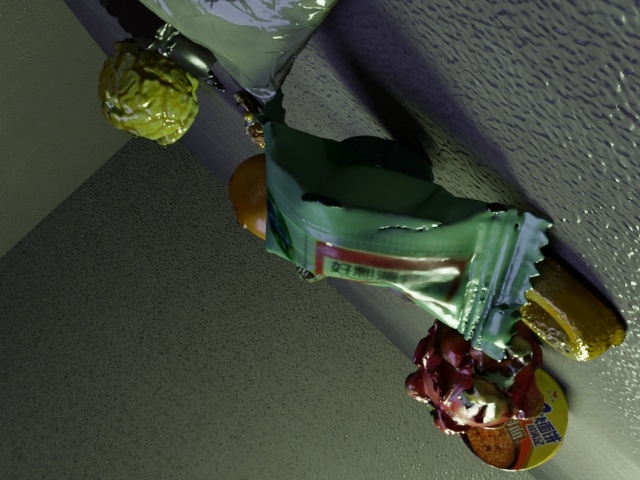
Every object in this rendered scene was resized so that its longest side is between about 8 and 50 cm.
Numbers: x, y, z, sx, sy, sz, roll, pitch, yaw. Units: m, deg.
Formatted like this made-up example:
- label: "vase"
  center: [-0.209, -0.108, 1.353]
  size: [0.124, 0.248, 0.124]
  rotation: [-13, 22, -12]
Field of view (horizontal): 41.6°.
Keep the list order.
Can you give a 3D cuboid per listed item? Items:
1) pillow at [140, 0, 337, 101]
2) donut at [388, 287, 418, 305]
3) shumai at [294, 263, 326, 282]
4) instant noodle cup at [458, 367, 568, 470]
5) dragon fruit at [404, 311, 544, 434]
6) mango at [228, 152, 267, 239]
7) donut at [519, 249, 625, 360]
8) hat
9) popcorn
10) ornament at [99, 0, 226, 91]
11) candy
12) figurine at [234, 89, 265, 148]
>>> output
- label: "pillow"
  center: [-0.118, -0.306, 0.934]
  size: [0.274, 0.076, 0.281]
  rotation: [40, 150, -5]
- label: "donut"
  center: [0.162, 0.028, 1.381]
  size: [0.126, 0.144, 0.187]
  rotation: [107, 148, -59]
- label: "shumai"
  center: [-0.005, 0.004, 2.043]
  size: [0.142, 0.184, 0.184]
  rotation: [54, 172, -11]
- label: "instant noodle cup"
  center: [0.388, 0.353, 1.652]
  size: [0.213, 0.213, 0.174]
  rotation: [42, 180, 30]
- label: "dragon fruit"
  center: [0.264, 0.217, 1.451]
  size: [0.243, 0.227, 0.307]
  rotation: [34, 165, 40]
- label: "mango"
  center: [-0.111, -0.109, 1.944]
  size: [0.160, 0.191, 0.290]
  rotation: [19, -171, -44]
- label: "donut"
  center: [0.306, 0.087, 1.093]
  size: [0.178, 0.065, 0.162]
  rotation: [44, 173, 23]
- label: "hat"
  center: [0.109, -0.095, 1.189]
  size: [0.191, 0.078, 0.138]
  rotation: [32, 160, 19]
- label: "popcorn"
  center: [-0.438, -0.378, 2.173]
  size: [0.282, 0.247, 0.282]
  rotation: [34, -172, -5]
- label: "ornament"
  center: [-0.294, -0.418, 1.711]
  size: [0.251, 0.106, 0.260]
  rotation: [49, -168, 31]
- label: "candy"
  center: [0.090, -0.009, 1.099]
  size: [0.397, 0.172, 0.263]
  rotation: [23, 145, 14]
- label: "figurine"
  center: [-0.138, -0.259, 1.812]
  size: [0.101, 0.068, 0.143]
  rotation: [58, 179, -44]
